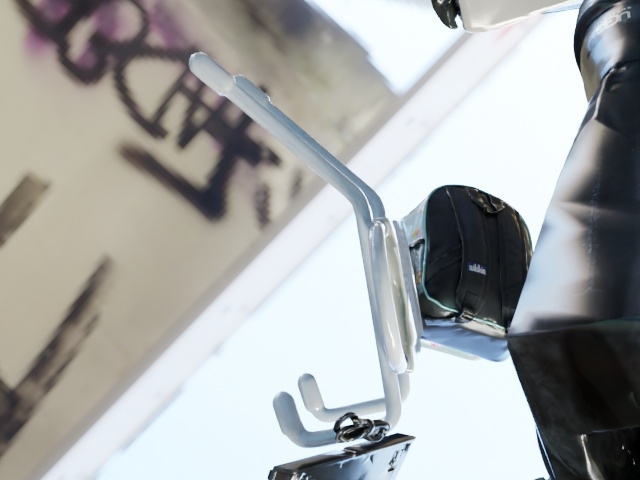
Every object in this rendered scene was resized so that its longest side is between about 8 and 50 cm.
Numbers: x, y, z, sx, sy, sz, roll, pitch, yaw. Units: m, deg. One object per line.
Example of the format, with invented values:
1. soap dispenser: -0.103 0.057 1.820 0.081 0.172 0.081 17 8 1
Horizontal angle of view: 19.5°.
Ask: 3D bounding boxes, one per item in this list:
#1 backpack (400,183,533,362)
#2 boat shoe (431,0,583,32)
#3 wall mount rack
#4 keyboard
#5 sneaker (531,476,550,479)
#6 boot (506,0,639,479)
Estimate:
1. backpack: 0.159 0.037 2.125 0.166 0.144 0.188 15 -121 -21
2. boat shoe: 0.262 -0.292 1.790 0.158 0.340 0.127 -103 3 -69
3. wall mount rack: 0.000 0.000 1.473 0.350 0.130 0.304 -1 -99 -85
4. keyboard: 0.010 0.161 1.271 0.023 0.108 0.180 30 -165 24
5. sneaker: 0.133 0.264 1.359 0.111 0.297 0.129 56 -166 -49
6. boot: 0.268 0.060 1.243 0.367 0.146 0.445 50 -153 -21
